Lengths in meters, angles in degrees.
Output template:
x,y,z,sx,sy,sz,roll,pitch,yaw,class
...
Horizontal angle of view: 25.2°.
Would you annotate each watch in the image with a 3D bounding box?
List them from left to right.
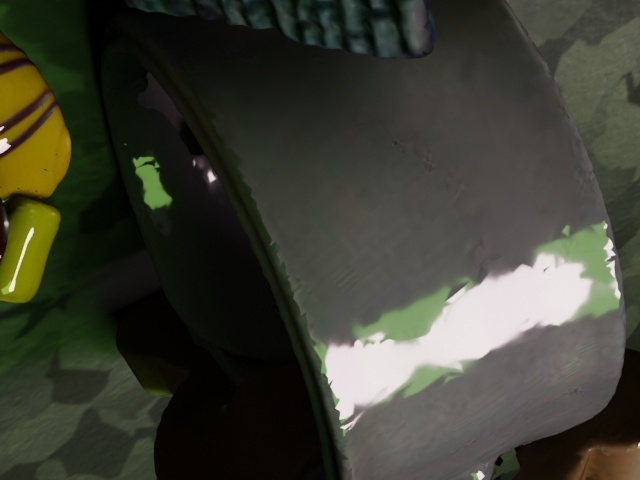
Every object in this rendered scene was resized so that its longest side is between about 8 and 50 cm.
x,y,z,sx,sy,sz,roll,pitch,yaw,class
0.000,0.000,0.759,0.314,0.335,0.327,-22,125,-15,watch

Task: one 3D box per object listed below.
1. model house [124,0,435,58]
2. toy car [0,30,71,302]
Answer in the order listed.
x,y,z,sx,sy,sz,roll,pitch,yaw,class
-0.056,-0.163,0.521,0.226,0.241,0.261,-35,148,-9,model house
-0.212,-0.062,0.557,0.248,0.200,0.142,17,90,-43,toy car
